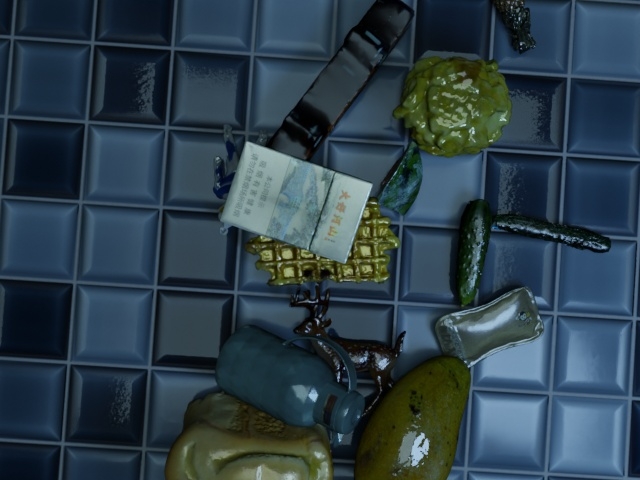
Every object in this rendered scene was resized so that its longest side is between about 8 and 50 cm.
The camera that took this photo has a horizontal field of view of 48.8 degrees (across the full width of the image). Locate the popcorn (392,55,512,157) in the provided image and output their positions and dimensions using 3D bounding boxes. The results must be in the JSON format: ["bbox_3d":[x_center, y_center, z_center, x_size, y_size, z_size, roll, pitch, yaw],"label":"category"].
[{"bbox_3d":[0.259,-0.272,1.390,0.235,0.181,0.216,9,85,-6],"label":"popcorn"}]

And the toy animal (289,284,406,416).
[{"bbox_3d":[0.046,0.224,1.436,0.244,0.087,0.259,5,88,-14],"label":"toy animal"}]

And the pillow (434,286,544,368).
[{"bbox_3d":[0.349,0.182,1.450,0.218,0.033,0.130,-21,101,-1],"label":"pillow"}]

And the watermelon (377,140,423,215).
[{"bbox_3d":[0.153,-0.121,1.400,0.080,0.101,0.155,54,132,21],"label":"watermelon"}]

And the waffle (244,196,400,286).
[{"bbox_3d":[0.000,0.000,1.439,0.309,0.065,0.283,42,86,4],"label":"waffle"}]

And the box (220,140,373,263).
[{"bbox_3d":[-0.045,-0.075,1.363,0.257,0.069,0.164,19,97,1],"label":"box"}]

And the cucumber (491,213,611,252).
[{"bbox_3d":[0.470,-0.018,1.455,0.257,0.043,0.044,12,84,0],"label":"cucumber"}]

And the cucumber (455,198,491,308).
[{"bbox_3d":[0.309,0.028,1.440,0.069,0.069,0.227,8,92,-1],"label":"cucumber"}]

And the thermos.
[{"bbox_3d":[-0.048,0.257,1.331,0.287,0.145,0.182,18,99,29],"label":"thermos"}]

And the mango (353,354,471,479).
[{"bbox_3d":[0.188,0.376,1.382,0.176,0.176,0.329,27,91,32],"label":"mango"}]

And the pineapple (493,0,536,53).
[{"bbox_3d":[0.401,-0.466,1.454,0.074,0.074,0.159,-20,94,-1],"label":"pineapple"}]

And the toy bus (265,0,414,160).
[{"bbox_3d":[0.039,-0.314,1.430,0.093,0.092,0.408,38,89,2],"label":"toy bus"}]

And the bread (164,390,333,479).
[{"bbox_3d":[-0.131,0.439,1.335,0.316,0.270,0.211,7,103,-7],"label":"bread"}]

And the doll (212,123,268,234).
[{"bbox_3d":[-0.168,-0.121,1.442,0.114,0.057,0.227,10,87,-5],"label":"doll"}]
